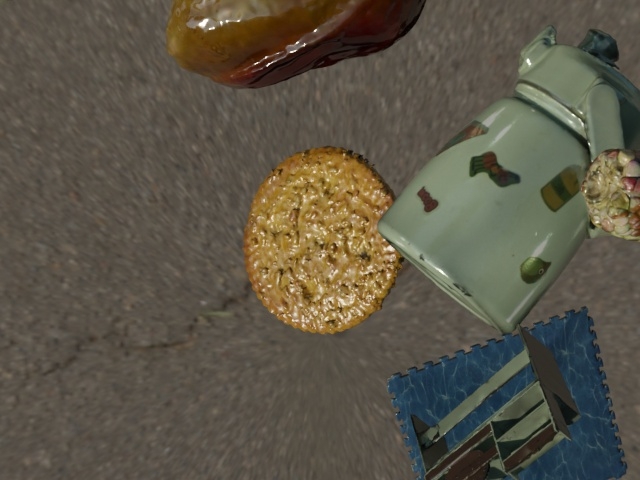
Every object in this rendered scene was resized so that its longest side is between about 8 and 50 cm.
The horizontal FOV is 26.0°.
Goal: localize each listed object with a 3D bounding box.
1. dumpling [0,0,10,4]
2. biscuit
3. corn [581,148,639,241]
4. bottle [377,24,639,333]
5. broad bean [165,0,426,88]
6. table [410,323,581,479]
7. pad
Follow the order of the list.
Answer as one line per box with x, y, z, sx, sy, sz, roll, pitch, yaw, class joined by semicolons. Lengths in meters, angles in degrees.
-0.364;-0.324;1.406;0.179;0.252;0.131;33;90;1;dumpling
0.000;0.000;1.847;0.254;0.035;0.253;-2;86;31;biscuit
0.386;-0.037;1.424;0.281;0.092;0.092;8;86;-31;corn
0.256;-0.076;1.623;0.229;0.229;0.351;41;88;3;bottle
-0.023;-0.204;1.197;0.229;0.156;0.122;-13;81;6;broad bean
0.164;0.182;1.285;0.062;0.175;0.146;39;109;-25;table
0.236;0.232;1.712;0.269;0.012;0.269;-21;117;-3;pad
